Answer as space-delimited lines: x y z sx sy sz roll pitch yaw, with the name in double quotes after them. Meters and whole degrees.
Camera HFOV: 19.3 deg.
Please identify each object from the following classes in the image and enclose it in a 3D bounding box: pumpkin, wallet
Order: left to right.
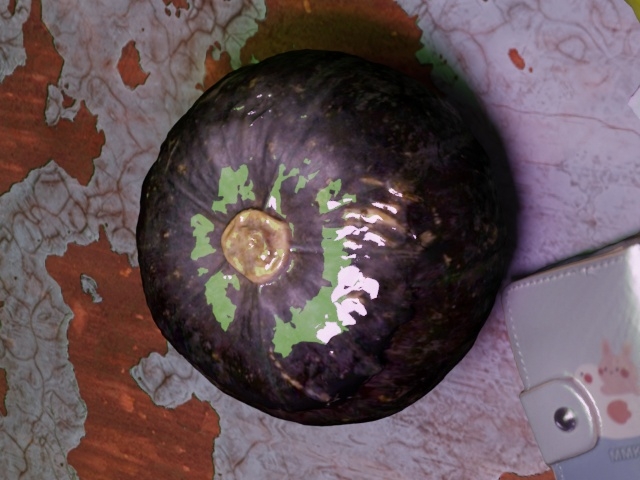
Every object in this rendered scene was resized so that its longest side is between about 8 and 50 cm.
0.000 0.000 2.205 0.454 0.344 0.454 3 96 29 "pumpkin"
0.345 0.186 2.148 0.252 0.083 0.360 -20 90 38 "wallet"

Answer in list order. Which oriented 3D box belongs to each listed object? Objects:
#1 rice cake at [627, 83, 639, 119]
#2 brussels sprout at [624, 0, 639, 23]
0.422 -0.183 1.965 0.127 0.043 0.237 52 131 14 "rice cake"
0.435 -0.280 1.753 0.247 0.328 0.328 44 133 51 "brussels sprout"
